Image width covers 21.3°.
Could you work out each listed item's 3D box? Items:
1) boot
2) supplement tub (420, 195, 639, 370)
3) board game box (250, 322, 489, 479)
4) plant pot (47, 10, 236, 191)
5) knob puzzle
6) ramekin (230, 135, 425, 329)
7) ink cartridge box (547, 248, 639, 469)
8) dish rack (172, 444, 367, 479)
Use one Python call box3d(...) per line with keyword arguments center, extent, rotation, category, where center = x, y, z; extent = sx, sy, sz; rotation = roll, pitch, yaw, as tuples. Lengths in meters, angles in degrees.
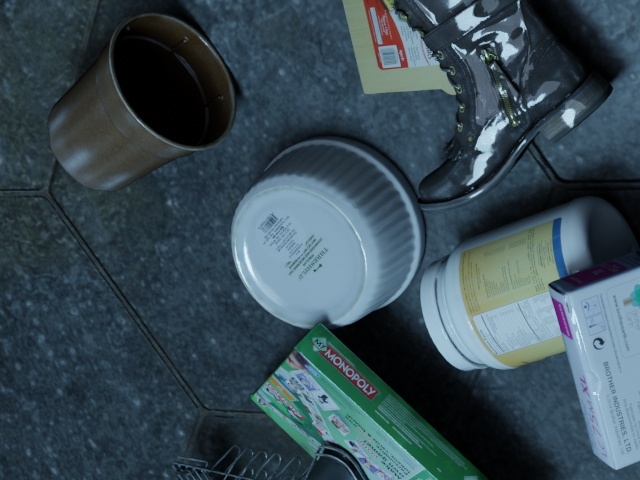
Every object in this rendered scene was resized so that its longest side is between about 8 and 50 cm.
box3d(center=(0.140, -0.174, 1.706), extent=(0.263, 0.091, 0.229), rotation=(-38, 97, 29), category="boot")
box3d(center=(0.217, 0.049, 1.738), extent=(0.200, 0.144, 0.144), rotation=(-21, 100, 34), category="supplement tub")
box3d(center=(0.073, 0.242, 1.893), extent=(0.317, 0.046, 0.213), rotation=(43, 155, 2), category="board game box")
box3d(center=(-0.207, -0.141, 1.887), extent=(0.165, 0.167, 0.167), rotation=(-32, 94, 43), category="plant pot")
box3d(center=(0.121, -0.240, 1.732), extent=(0.213, 0.030, 0.213), rotation=(9, 121, 15), category="knob puzzle")
box3d(center=(0.000, 0.000, 1.857), extent=(0.207, 0.109, 0.207), rotation=(12, 117, 24), category="ramekin")
box3d(center=(0.388, 0.078, 1.637), extent=(0.311, 0.065, 0.186), rotation=(-19, 105, -7), category="ink cartridge box")
box3d(center=(-0.042, 0.322, 2.006), extent=(0.271, 0.074, 0.208), rotation=(4, 133, 42), category="dish rack")
